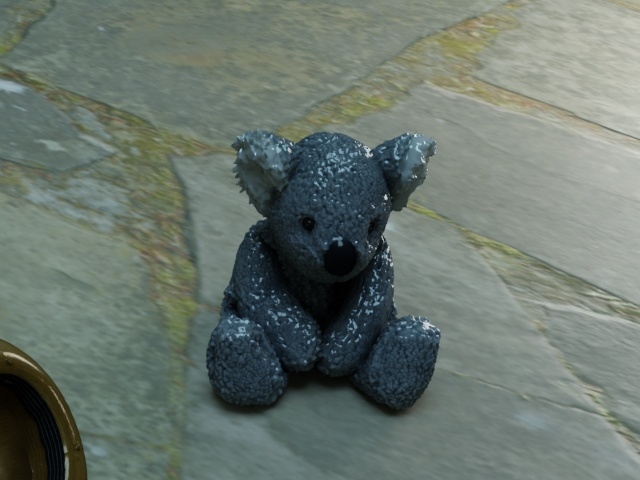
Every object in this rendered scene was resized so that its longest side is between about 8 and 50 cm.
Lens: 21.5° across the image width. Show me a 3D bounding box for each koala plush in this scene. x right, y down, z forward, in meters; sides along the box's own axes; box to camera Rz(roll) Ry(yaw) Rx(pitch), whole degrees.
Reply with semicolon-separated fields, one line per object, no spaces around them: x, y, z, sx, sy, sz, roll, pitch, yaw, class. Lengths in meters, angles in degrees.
0.000;0.000;1.425;0.196;0.221;0.203;0;35;-8;koala plush

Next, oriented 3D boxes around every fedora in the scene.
-0.254;0.166;1.241;0.079;0.194;0.194;-22;24;27;fedora
